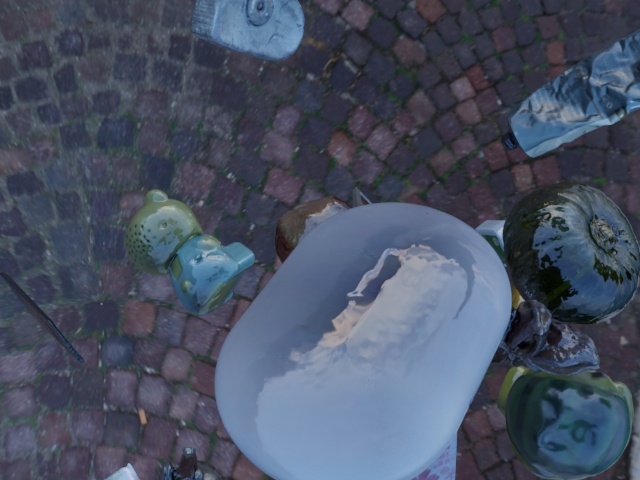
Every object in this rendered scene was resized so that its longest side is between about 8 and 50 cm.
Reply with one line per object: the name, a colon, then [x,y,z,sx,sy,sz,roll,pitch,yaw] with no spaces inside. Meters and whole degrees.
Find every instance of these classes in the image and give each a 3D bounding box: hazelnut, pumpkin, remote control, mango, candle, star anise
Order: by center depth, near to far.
remote control: [0.045,0.083,0.741,0.221,0.103,0.332,23,52,19]
star anise: [0.270,0.127,1.036,0.196,0.212,0.073,22,76,-1]
candle: [-0.109,-0.335,1.152,0.168,0.068,0.192,-42,132,-23]
pumpkin: [0.363,0.019,1.178,0.223,0.157,0.224,21,50,-28]
hazelnut: [0.000,0.000,1.377,0.154,0.143,0.143,-25,92,-3]
mango: [0.451,0.132,1.836,0.057,0.114,0.079,38,119,-11]

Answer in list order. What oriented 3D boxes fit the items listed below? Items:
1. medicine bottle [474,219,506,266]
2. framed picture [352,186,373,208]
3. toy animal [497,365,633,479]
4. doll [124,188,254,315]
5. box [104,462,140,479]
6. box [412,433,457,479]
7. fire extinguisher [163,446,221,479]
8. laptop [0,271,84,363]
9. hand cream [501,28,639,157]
medicine bottle: [0.446,0.007,2.044,0.069,0.183,0.119,-38,103,-13]
framed picture: [0.155,-0.026,1.926,0.020,0.289,0.211,-44,98,9]
toy animal: [0.394,0.293,1.305,0.216,0.338,0.191,7,85,14]
doll: [-0.295,0.026,1.705,0.260,0.177,0.161,41,34,9]
box: [-0.216,0.362,0.676,0.274,0.116,0.203,-33,62,-17]
box: [0.232,0.575,1.956,0.190,0.112,0.370,-15,124,-17]
fire extinguisher: [-0.152,0.346,1.036,0.075,0.106,0.252,-20,134,-20]
laptop: [-0.510,0.139,1.482,0.016,0.197,0.135,-42,141,-21]
hand cream: [0.263,-0.149,0.711,0.052,0.248,0.075,26,46,-35]
